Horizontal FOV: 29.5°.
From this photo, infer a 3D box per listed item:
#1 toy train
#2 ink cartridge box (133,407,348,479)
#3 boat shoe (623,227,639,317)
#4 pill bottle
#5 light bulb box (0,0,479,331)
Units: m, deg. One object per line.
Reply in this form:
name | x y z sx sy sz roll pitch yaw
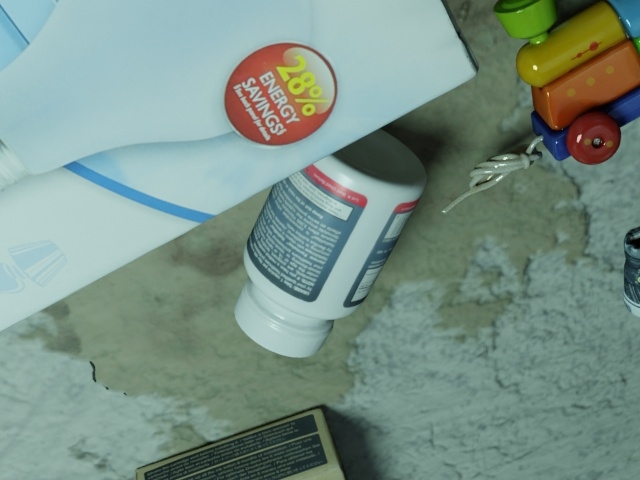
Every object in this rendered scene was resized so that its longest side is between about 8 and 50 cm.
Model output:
toy train | 0.173 -0.132 0.936 0.248 0.105 0.143 -30 117 6
ink cartridge box | -0.053 0.294 1.180 0.193 0.088 0.234 -18 129 -2
boat shoe | 0.367 0.022 1.102 0.183 0.065 0.083 -8 127 9
pill bottle | 0.000 0.000 0.970 0.108 0.108 0.180 14 120 -25
light bulb box | -0.154 -0.191 0.712 0.361 0.225 0.358 -29 128 6
